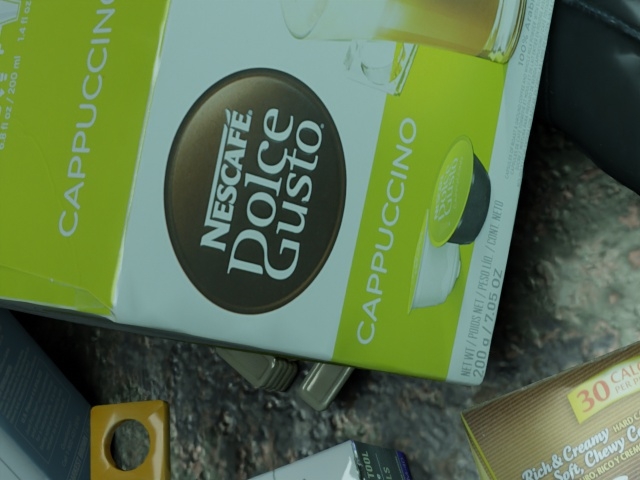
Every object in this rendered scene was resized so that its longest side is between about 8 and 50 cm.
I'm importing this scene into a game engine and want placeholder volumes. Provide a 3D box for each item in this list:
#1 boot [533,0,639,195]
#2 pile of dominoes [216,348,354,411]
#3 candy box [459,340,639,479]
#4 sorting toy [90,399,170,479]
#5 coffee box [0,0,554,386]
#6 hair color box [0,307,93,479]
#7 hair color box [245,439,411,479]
[{"bbox_3d":[0.318,-0.173,0.855,0.445,0.146,0.367,41,109,39],"label":"boot"},{"bbox_3d":[0.000,0.000,1.054,0.196,0.040,0.251,37,98,32],"label":"pile of dominoes"},{"bbox_3d":[0.234,0.234,0.864,0.183,0.087,0.316,-25,68,19],"label":"candy box"},{"bbox_3d":[-0.135,0.291,0.938,0.196,0.047,0.347,5,80,23],"label":"sorting toy"},{"bbox_3d":[-0.087,-0.102,0.873,0.338,0.334,0.337,6,83,43],"label":"coffee box"},{"bbox_3d":[-0.353,0.096,1.031,0.185,0.374,0.113,-21,33,20],"label":"hair color box"},{"bbox_3d":[-0.077,0.298,0.992,0.339,0.110,0.185,-24,67,21],"label":"hair color box"}]
